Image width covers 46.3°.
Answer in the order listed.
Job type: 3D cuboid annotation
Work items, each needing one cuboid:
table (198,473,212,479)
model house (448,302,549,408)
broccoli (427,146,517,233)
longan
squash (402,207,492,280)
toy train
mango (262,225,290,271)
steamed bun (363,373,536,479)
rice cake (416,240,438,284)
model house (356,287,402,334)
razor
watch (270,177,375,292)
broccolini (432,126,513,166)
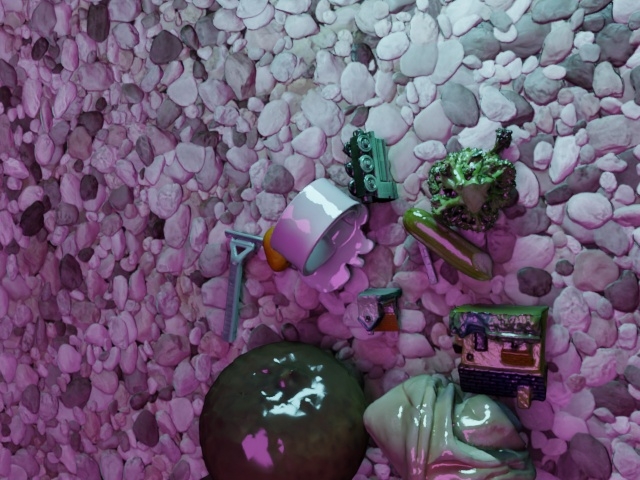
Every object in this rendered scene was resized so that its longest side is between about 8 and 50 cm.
[{"bbox_3d":[-0.291,0.733,1.828,0.317,0.249,0.317,1,93,23],"label":"table"},{"bbox_3d":[0.370,0.242,1.563,0.193,0.170,0.211,1,94,21],"label":"model house"},{"bbox_3d":[0.316,-0.105,1.577,0.195,0.156,0.195,-2,102,-7],"label":"broccoli"},{"bbox_3d":[-0.087,0.413,1.654,0.391,0.391,0.391,1,94,23],"label":"longan"},{"bbox_3d":[0.279,0.009,1.634,0.239,0.069,0.069,37,106,11],"label":"squash"},{"bbox_3d":[0.112,-0.164,1.686,0.071,0.111,0.171,-16,78,50],"label":"toy train"},{"bbox_3d":[-0.102,0.020,1.811,0.078,0.057,0.114,5,98,16],"label":"mango"},{"bbox_3d":[0.296,0.416,1.525,0.394,0.346,0.237,44,103,-7],"label":"steamed bun"},{"bbox_3d":[0.238,0.041,1.685,0.021,0.022,0.121,-20,85,19],"label":"rice cake"},{"bbox_3d":[0.135,0.163,1.694,0.087,0.100,0.100,-1,94,21],"label":"model house"},{"bbox_3d":[-0.212,0.119,1.863,0.111,0.056,0.278,13,98,21],"label":"razor"},{"bbox_3d":[0.000,0.000,1.673,0.196,0.231,0.244,37,103,14],"label":"watch"},{"bbox_3d":[0.334,-0.184,1.624,0.194,0.054,0.052,-28,101,24],"label":"broccolini"}]
